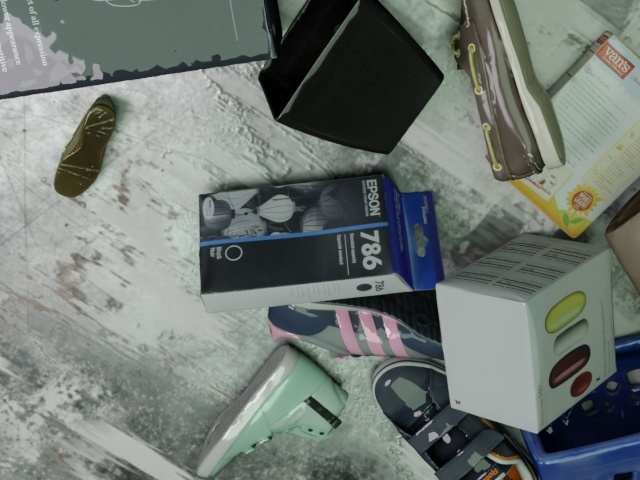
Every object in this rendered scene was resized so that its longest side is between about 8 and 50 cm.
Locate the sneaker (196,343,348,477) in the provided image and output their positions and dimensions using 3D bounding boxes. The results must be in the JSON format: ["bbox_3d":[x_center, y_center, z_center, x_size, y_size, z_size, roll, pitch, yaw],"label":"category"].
[{"bbox_3d":[-0.069,0.292,1.590,0.151,0.094,0.256,36,107,-15],"label":"sneaker"}]

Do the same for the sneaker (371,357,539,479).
[{"bbox_3d":[0.211,0.300,1.576,0.321,0.127,0.126,39,107,-11],"label":"sneaker"}]

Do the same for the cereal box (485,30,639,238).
[{"bbox_3d":[0.372,-0.143,1.456,0.173,0.047,0.240,40,105,-12],"label":"cereal box"}]

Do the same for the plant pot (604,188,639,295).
[{"bbox_3d":[0.545,0.024,1.406,0.280,0.323,0.323,44,105,4],"label":"plant pot"}]

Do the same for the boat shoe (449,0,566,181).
[{"bbox_3d":[0.224,-0.236,1.380,0.097,0.116,0.324,-18,96,25],"label":"boat shoe"}]

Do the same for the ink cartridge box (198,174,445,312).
[{"bbox_3d":[0.000,0.000,1.450,0.333,0.165,0.065,-6,149,1],"label":"ink cartridge box"}]

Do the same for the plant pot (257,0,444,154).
[{"bbox_3d":[0.046,-0.219,1.368,0.167,0.187,0.188,30,107,-22],"label":"plant pot"}]

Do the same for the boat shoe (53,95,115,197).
[{"bbox_3d":[-0.327,-0.129,1.470,0.056,0.048,0.153,18,116,-19],"label":"boat shoe"}]

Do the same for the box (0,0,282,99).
[{"bbox_3d":[-0.265,-0.353,1.296,0.396,0.212,0.293,-7,109,4],"label":"box"}]

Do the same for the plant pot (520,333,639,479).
[{"bbox_3d":[0.419,0.301,1.525,0.236,0.236,0.212,-17,116,6],"label":"plant pot"}]

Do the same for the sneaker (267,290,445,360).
[{"bbox_3d":[0.077,0.126,1.538,0.319,0.112,0.131,18,129,-6],"label":"sneaker"}]

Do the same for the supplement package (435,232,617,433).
[{"bbox_3d":[0.287,0.121,1.447,0.149,0.203,0.194,11,118,45],"label":"supplement package"}]
